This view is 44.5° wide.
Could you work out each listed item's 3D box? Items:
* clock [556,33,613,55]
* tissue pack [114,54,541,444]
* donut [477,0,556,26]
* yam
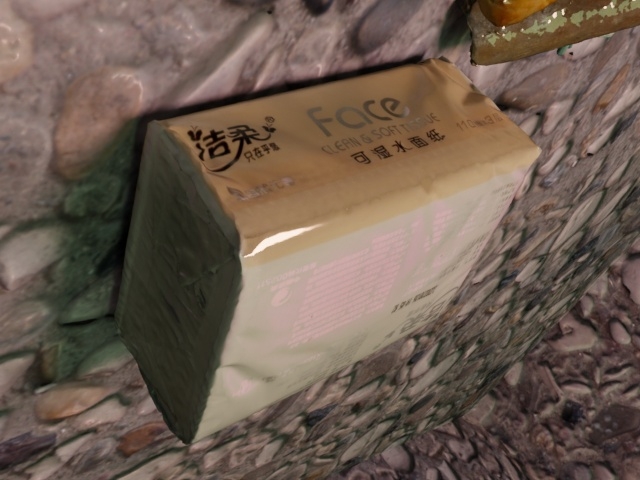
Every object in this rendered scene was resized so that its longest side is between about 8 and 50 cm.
[{"bbox_3d":[0.378,-0.337,1.019,0.211,0.066,0.159,-43,153,5],"label":"clock"},{"bbox_3d":[0.000,0.000,0.875,0.405,0.205,0.332,-21,149,-37],"label":"tissue pack"},{"bbox_3d":[0.203,-0.332,0.713,0.208,0.128,0.261,-35,154,-14],"label":"donut"},{"bbox_3d":[0.291,-0.278,0.910,0.259,0.106,0.106,-13,155,6],"label":"yam"}]
